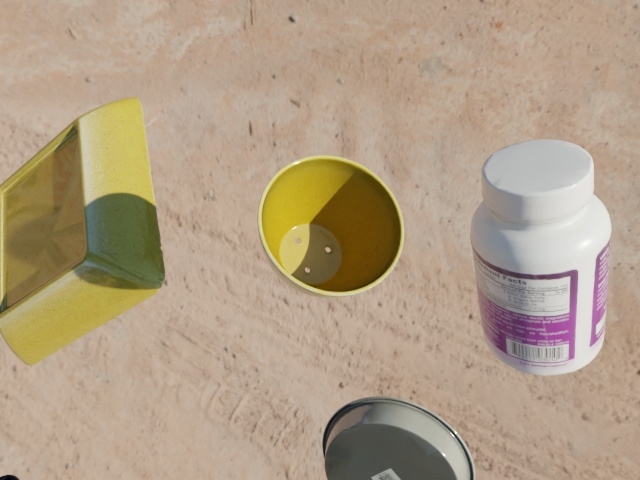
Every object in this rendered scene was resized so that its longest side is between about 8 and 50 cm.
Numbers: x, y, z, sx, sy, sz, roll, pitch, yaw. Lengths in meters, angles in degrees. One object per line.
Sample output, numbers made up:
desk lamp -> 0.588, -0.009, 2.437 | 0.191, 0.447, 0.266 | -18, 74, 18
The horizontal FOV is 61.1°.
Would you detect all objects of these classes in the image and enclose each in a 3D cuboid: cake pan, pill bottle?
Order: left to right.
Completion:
cake pan -> 0.133, 0.428, 1.006 | 0.293, 0.054, 0.293 | 8, 112, 19
pill bottle -> 0.292, 0.026, 0.727 | 0.169, 0.301, 0.169 | -12, 36, 8

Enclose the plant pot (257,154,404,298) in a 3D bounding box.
plant pot -> 0.000, 0.000, 0.522 | 0.134, 0.095, 0.134 | 5, 68, -13

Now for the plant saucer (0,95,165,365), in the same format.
plant saucer -> -0.390, -0.021, 0.813 | 0.333, 0.081, 0.332 | -28, 63, 26

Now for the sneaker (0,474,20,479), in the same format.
sneaker -> -0.387, 0.340, 0.653 | 0.078, 0.234, 0.106 | 21, 63, -1
